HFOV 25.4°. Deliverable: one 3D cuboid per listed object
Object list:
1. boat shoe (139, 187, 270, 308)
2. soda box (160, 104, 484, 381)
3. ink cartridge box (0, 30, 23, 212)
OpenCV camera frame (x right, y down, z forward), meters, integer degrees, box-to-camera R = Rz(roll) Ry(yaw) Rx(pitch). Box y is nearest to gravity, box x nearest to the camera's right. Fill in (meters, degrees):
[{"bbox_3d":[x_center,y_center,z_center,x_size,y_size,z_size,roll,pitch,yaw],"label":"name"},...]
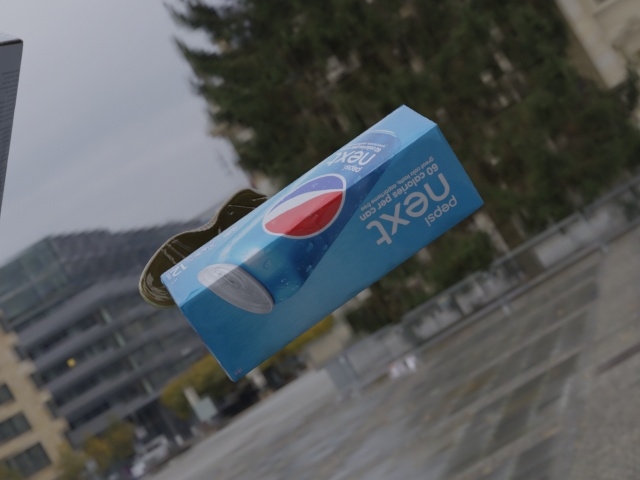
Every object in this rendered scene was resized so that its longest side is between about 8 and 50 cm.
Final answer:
[{"bbox_3d":[-0.094,0.014,1.169,0.153,0.056,0.048,-48,-10,-40],"label":"boat shoe"},{"bbox_3d":[0.000,0.000,0.966,0.210,0.071,0.067,-36,24,-5],"label":"soda box"},{"bbox_3d":[-0.326,-0.069,1.034,0.045,0.223,0.224,-27,-47,-58],"label":"ink cartridge box"}]
